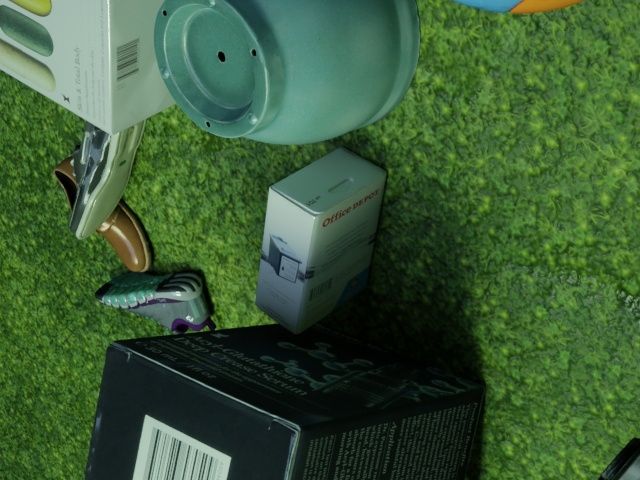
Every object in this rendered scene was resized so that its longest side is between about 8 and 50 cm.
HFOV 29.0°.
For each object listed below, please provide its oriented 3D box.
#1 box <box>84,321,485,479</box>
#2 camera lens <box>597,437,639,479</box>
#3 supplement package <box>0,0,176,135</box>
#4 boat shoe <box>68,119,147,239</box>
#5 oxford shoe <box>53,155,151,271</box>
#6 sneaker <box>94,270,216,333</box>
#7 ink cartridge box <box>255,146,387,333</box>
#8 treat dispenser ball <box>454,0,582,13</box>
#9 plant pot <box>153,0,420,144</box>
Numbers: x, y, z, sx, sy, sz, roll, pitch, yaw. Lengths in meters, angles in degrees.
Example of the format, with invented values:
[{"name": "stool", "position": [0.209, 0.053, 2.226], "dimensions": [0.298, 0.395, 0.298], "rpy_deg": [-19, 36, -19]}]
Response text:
[{"name": "box", "position": [-0.035, 0.248, 1.505], "dimensions": [0.293, 0.395, 0.212], "rpy_deg": [18, 101, 35]}, {"name": "camera lens", "position": [0.400, 0.352, 1.315], "dimensions": [0.274, 0.219, 0.219], "rpy_deg": [40, 137, 19]}, {"name": "supplement package", "position": [-0.285, -0.301, 1.572], "dimensions": [0.262, 0.198, 0.199], "rpy_deg": [30, 134, 27]}, {"name": "boat shoe", "position": [-0.322, -0.109, 1.802], "dimensions": [0.079, 0.084, 0.233], "rpy_deg": [31, 117, 16]}, {"name": "oxford shoe", "position": [-0.336, -0.033, 1.893], "dimensions": [0.076, 0.076, 0.212], "rpy_deg": [-32, 93, 48]}, {"name": "sneaker", "position": [-0.257, 0.105, 1.903], "dimensions": [0.223, 0.083, 0.098], "rpy_deg": [-1, 119, 44]}, {"name": "ink cartridge box", "position": [0.000, 0.000, 1.536], "dimensions": [0.082, 0.139, 0.191], "rpy_deg": [32, 133, 28]}, {"name": "treat dispenser ball", "position": [0.169, -0.335, 1.038], "dimensions": [0.288, 0.288, 0.288], "rpy_deg": [24, 130, 32]}, {"name": "plant pot", "position": [-0.063, -0.230, 1.406], "dimensions": [0.293, 0.196, 0.293], "rpy_deg": [24, 130, 32]}]
